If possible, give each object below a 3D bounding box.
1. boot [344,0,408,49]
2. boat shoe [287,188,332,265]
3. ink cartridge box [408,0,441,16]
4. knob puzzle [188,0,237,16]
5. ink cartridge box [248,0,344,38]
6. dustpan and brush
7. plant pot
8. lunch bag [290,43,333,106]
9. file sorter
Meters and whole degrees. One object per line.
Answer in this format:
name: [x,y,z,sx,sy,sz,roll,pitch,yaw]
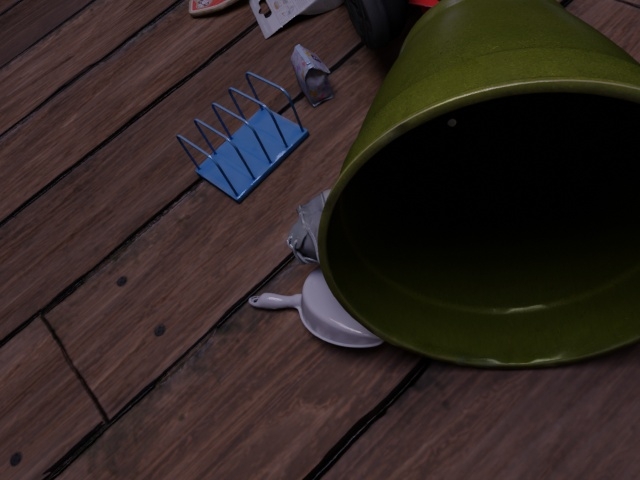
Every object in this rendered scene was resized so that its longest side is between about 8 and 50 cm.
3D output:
boot: [0.238,-0.505,0.884,0.445,0.146,0.367,-17,53,4]
boat shoe: [0.000,-0.001,0.719,0.081,0.079,0.227,-23,21,7]
ink cartridge box: [0.264,-0.451,0.966,0.134,0.078,0.231,24,68,31]
knob puzzle: [-0.221,-0.570,1.221,0.213,0.030,0.213,-14,52,18]
ink cartridge box: [-0.031,-0.525,1.144,0.232,0.066,0.189,-36,51,19]
dustpan and brush: [-0.001,0.075,0.728,0.211,0.060,0.147,5,47,14]
plant pot: [0.200,-0.107,0.621,0.366,0.367,0.353,-5,45,15]
lunch bag: [-0.015,-0.286,0.946,0.053,0.083,0.071,-28,53,-1]
file sorter: [-0.129,-0.173,0.896,0.118,0.104,0.170,34,73,33]
